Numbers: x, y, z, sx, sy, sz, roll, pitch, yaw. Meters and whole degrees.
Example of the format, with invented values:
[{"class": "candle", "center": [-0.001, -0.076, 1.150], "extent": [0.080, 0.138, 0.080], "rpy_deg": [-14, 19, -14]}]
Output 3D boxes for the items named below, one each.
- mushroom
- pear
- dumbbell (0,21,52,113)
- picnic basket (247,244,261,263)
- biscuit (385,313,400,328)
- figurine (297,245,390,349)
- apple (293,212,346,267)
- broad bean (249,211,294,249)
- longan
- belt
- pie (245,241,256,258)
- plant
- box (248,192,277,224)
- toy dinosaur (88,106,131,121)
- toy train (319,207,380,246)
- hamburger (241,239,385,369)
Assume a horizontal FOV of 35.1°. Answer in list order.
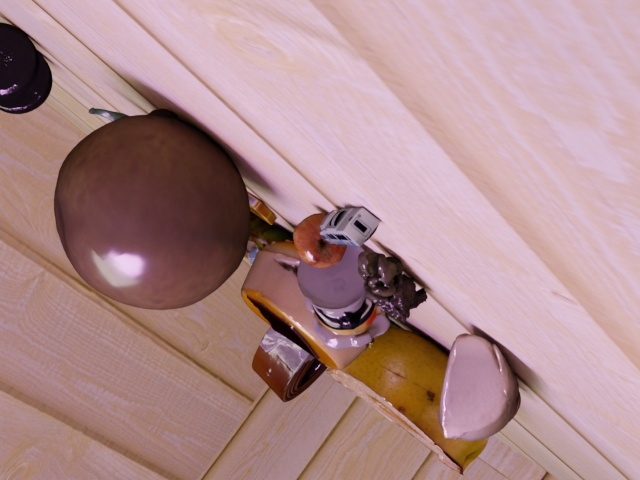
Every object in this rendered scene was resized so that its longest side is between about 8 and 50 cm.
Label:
[{"class": "mushroom", "center": [0.270, 0.265, 1.716], "extent": [0.137, 0.154, 0.407], "rpy_deg": [-8, 163, 12]}, {"class": "pear", "center": [0.208, 0.311, 2.185], "extent": [0.386, 0.191, 0.340], "rpy_deg": [35, 170, 16]}, {"class": "dumbbell", "center": [-0.657, -0.360, 2.128], "extent": [0.152, 0.152, 0.218], "rpy_deg": [37, 174, -2]}, {"class": "picnic basket", "center": [-0.125, 0.028, 2.341], "extent": [0.083, 0.083, 0.065], "rpy_deg": [59, -157, -43]}, {"class": "biscuit", "center": [0.127, 0.188, 2.388], "extent": [0.147, 0.046, 0.250], "rpy_deg": [30, 171, 37]}, {"class": "figurine", "center": [0.033, 0.080, 1.659], "extent": [0.236, 0.133, 0.176], "rpy_deg": [68, -173, -66]}, {"class": "apple", "center": [0.000, 0.000, 1.526], "extent": [0.084, 0.084, 0.071], "rpy_deg": [37, -176, -6]}, {"class": "broad bean", "center": [-0.118, -0.012, 2.159], "extent": [0.077, 0.061, 0.339], "rpy_deg": [22, -175, -39]}, {"class": "longan", "center": [-0.279, -0.054, 1.668], "extent": [0.361, 0.361, 0.361], "rpy_deg": [36, 174, 4]}, {"class": "belt", "center": [-0.030, 0.210, 2.254], "extent": [0.122, 0.338, 0.217], "rpy_deg": [44, -141, 18]}, {"class": "pie", "center": [-0.234, -0.043, 2.484], "extent": [0.339, 0.083, 0.339], "rpy_deg": [37, 176, 3]}, {"class": "plant", "center": [0.102, 0.068, 1.493], "extent": [0.085, 0.087, 0.174], "rpy_deg": [-5, 151, 22]}, {"class": "box", "center": [-0.161, -0.090, 2.011], "extent": [0.156, 0.022, 0.089], "rpy_deg": [33, 172, 30]}, {"class": "toy dinosaur", "center": [-0.302, -0.172, 1.932], "extent": [0.292, 0.079, 0.120], "rpy_deg": [34, 169, -3]}, {"class": "toy train", "center": [0.032, -0.018, 1.367], "extent": [0.047, 0.043, 0.207], "rpy_deg": [40, 174, -8]}, {"class": "hamburger", "center": [-0.007, 0.115, 1.950], "extent": [0.300, 0.176, 0.300], "rpy_deg": [35, 168, 8]}]
